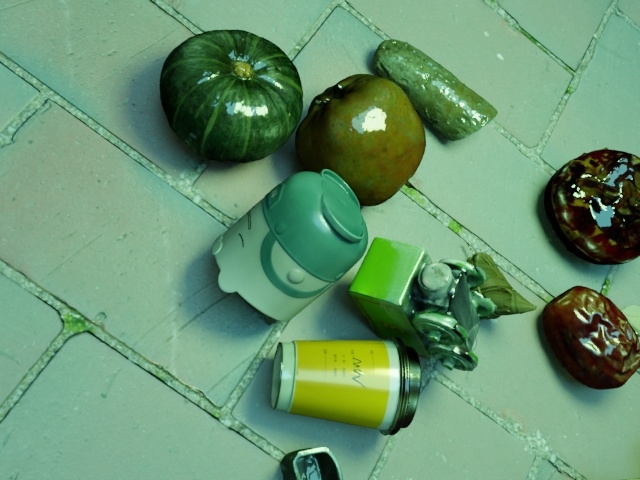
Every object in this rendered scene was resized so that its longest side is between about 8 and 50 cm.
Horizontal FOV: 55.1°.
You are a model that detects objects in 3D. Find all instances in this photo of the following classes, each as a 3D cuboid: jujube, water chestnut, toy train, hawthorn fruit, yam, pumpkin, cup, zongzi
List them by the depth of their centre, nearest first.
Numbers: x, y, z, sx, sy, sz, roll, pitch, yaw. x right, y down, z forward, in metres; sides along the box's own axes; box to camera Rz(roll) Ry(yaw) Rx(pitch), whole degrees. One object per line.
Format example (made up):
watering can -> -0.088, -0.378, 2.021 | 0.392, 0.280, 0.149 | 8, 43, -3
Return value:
cup -> 0.048, 0.278, 1.209 | 0.279, 0.196, 0.197 | 6, 72, -10
cup -> -0.049, -0.012, 1.210 | 0.219, 0.257, 0.290 | 40, 24, -24
toy train -> 0.211, 0.136, 1.248 | 0.174, 0.248, 0.307 | -63, 145, -22
pumpkin -> -0.181, -0.296, 1.282 | 0.300, 0.207, 0.300 | 8, 58, -13
hawthorn fruit -> 0.101, -0.200, 1.330 | 0.301, 0.267, 0.268 | 47, 64, -19
zongzi -> 0.412, 0.082, 1.397 | 0.081, 0.178, 0.189 | 16, 68, -34
jujube -> 0.635, 0.231, 1.444 | 0.183, 0.183, 0.243 | -31, 79, -25
water chestnut -> 0.711, -0.086, 1.505 | 0.299, 0.300, 0.300 | 6, 73, -18
yam -> 0.268, -0.371, 1.509 | 0.330, 0.133, 0.133 | 38, 65, -1

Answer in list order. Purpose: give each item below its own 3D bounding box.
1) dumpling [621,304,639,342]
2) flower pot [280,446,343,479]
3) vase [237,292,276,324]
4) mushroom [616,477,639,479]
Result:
dumpling -> 0.863, 0.235, 1.559 | 0.247, 0.142, 0.172 | 24, 32, -5
flower pot -> -0.023, 0.506, 1.151 | 0.103, 0.108, 0.229 | 7, 71, -18
vase -> -0.122, 0.123, 1.259 | 0.053, 0.053, 0.101 | -43, 96, -25
mushroom -> 0.705, 0.671, 1.277 | 0.356, 0.315, 0.315 | 19, 63, 28
